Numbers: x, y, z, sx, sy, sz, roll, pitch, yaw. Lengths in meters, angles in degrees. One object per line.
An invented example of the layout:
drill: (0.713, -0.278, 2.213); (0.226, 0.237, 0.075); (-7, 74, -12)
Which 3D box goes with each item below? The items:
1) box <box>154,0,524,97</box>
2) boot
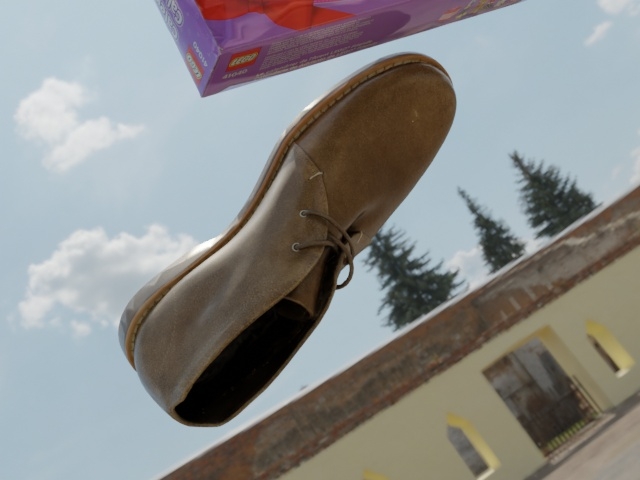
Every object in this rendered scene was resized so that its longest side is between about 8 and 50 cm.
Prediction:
box: (0.012, -0.231, 0.498); (0.293, 0.200, 0.057); (-23, -9, -26)
boot: (0.000, 0.000, 0.497); (0.305, 0.115, 0.112); (-47, -59, -4)
